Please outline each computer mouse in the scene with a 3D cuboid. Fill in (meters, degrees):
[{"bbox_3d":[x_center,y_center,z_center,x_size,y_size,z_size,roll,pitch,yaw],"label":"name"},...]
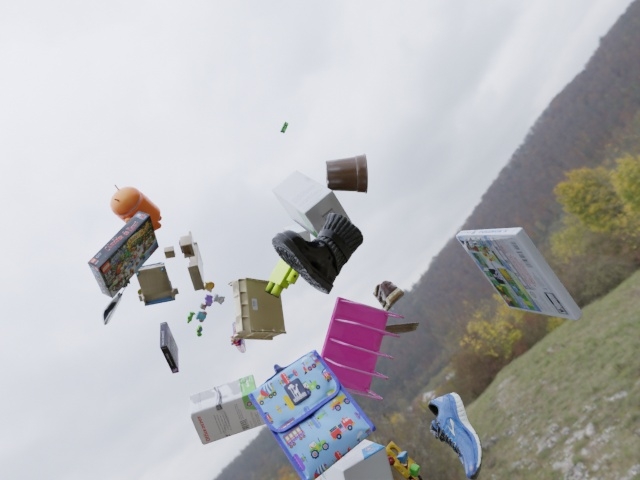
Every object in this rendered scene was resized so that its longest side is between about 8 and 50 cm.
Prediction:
[{"bbox_3d":[-0.790,0.229,1.809,0.193,0.042,0.106,-66,11,-13],"label":"computer mouse"}]

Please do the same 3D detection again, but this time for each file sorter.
[{"bbox_3d":[0.136,0.357,1.571,0.182,0.202,0.291,166,122,-72],"label":"file sorter"}]

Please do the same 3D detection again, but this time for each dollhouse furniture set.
[{"bbox_3d":[-0.702,0.105,2.141,0.303,0.198,0.286,-12,-55,-9],"label":"dollhouse furniture set"}]

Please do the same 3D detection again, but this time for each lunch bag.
[{"bbox_3d":[-0.034,0.452,1.267,0.221,0.293,0.138,-32,-21,-18],"label":"lunch bag"}]

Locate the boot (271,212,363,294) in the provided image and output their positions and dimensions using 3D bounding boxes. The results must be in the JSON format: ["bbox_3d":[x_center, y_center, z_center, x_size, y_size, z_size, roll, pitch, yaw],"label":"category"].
[{"bbox_3d":[-0.003,-0.001,1.631,0.260,0.131,0.348,-57,-40,-15],"label":"boot"}]

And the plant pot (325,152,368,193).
[{"bbox_3d":[0.105,-0.270,1.958,0.165,0.167,0.167,-4,-25,-1],"label":"plant pot"}]

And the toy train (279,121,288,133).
[{"bbox_3d":[-0.167,-0.524,2.202,0.017,0.023,0.083,-44,22,44],"label":"toy train"}]

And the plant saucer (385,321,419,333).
[{"bbox_3d":[0.346,0.437,2.312,0.277,0.041,0.278,-7,-15,-2],"label":"plant saucer"}]

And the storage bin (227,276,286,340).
[{"bbox_3d":[-0.304,0.325,2.237,0.123,0.262,0.260,-26,-27,37],"label":"storage bin"}]

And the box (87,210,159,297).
[{"bbox_3d":[-0.602,0.043,1.469,0.159,0.044,0.233,98,-162,-50],"label":"box"}]

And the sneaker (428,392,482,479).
[{"bbox_3d":[0.478,0.711,1.718,0.147,0.330,0.130,-8,-58,-5],"label":"sneaker"}]

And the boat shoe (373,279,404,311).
[{"bbox_3d":[0.317,0.252,2.266,0.123,0.123,0.342,-43,-13,-3],"label":"boat shoe"}]

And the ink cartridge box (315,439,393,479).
[{"bbox_3d":[0.092,0.746,1.517,0.171,0.168,0.232,-15,1,-32],"label":"ink cartridge box"}]

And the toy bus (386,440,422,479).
[{"bbox_3d":[0.278,0.776,1.587,0.191,0.202,0.104,-12,7,43],"label":"toy bus"}]

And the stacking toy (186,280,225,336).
[{"bbox_3d":[-0.519,0.307,2.135,0.052,0.167,0.221,28,-90,-34],"label":"stacking toy"}]

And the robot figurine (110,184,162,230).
[{"bbox_3d":[-0.693,-0.117,1.778,0.219,0.128,0.158,52,-124,-47],"label":"robot figurine"}]

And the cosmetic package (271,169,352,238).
[{"bbox_3d":[-0.041,-0.147,2.017,0.155,0.365,0.197,-40,-58,-9],"label":"cosmetic package"}]

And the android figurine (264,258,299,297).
[{"bbox_3d":[-0.152,0.129,2.150,0.273,0.056,0.248,-60,23,-12],"label":"android figurine"}]

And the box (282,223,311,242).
[{"bbox_3d":[-0.117,-0.001,2.454,0.091,0.170,0.130,-15,-73,-19],"label":"box"}]

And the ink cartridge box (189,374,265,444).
[{"bbox_3d":[-0.381,0.699,1.959,0.272,0.115,0.198,-15,-59,-10],"label":"ink cartridge box"}]

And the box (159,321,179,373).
[{"bbox_3d":[-0.554,0.393,1.739,0.029,0.116,0.162,-12,-50,-9],"label":"box"}]

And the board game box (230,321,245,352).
[{"bbox_3d":[-0.436,0.507,2.455,0.033,0.133,0.169,-15,-70,-34],"label":"board game box"}]

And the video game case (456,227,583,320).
[{"bbox_3d":[0.603,0.098,1.470,0.036,0.329,0.300,-42,11,-13],"label":"video game case"}]
